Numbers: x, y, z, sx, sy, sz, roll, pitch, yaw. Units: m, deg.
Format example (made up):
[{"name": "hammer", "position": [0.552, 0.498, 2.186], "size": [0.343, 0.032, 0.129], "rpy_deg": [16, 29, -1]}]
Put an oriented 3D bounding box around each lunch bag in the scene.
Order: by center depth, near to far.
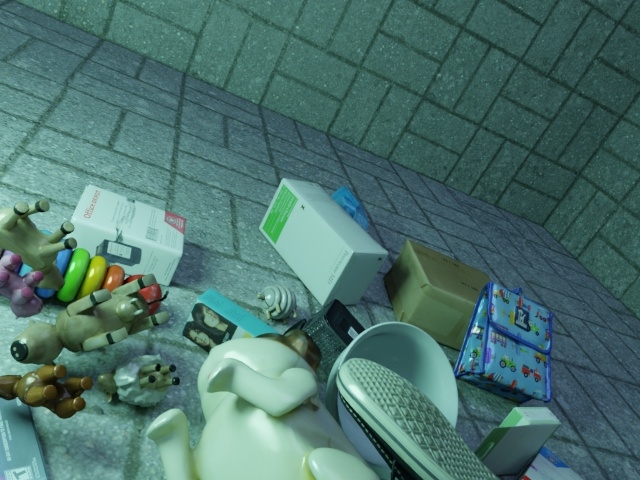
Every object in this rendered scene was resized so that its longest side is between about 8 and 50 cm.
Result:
[{"name": "lunch bag", "position": [0.518, 0.268, 1.535], "size": [0.221, 0.138, 0.293], "rpy_deg": [24, 66, -12]}]

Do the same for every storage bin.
[{"name": "storage bin", "position": [0.051, 0.237, 1.264], "size": [0.180, 0.084, 0.122], "rpy_deg": [49, 24, -3]}]

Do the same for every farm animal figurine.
[{"name": "farm animal figurine", "position": [-0.403, 0.118, 0.899], "size": [0.326, 0.172, 0.330], "rpy_deg": [11, 62, -55]}]

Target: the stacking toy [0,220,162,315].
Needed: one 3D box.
[{"name": "stacking toy", "position": [-0.461, 0.064, 1.066], "size": [0.330, 0.141, 0.141], "rpy_deg": [22, 24, -24]}]

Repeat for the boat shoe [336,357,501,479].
[{"name": "boat shoe", "position": [0.192, 0.414, 0.948], "size": [0.500, 0.156, 0.187], "rpy_deg": [46, 20, 5]}]

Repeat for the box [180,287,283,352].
[{"name": "box", "position": [-0.156, 0.208, 1.141], "size": [0.244, 0.101, 0.060], "rpy_deg": [31, 24, 7]}]

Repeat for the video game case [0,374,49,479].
[{"name": "video game case", "position": [-0.518, 0.265, 0.722], "size": [0.274, 0.026, 0.196], "rpy_deg": [6, 32, -44]}]

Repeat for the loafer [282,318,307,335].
[{"name": "loafer", "position": [-0.055, 0.235, 1.267], "size": [0.061, 0.062, 0.170], "rpy_deg": [50, 25, -8]}]

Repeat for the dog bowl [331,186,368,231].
[{"name": "dog bowl", "position": [0.079, -0.066, 1.893], "size": [0.074, 0.166, 0.297], "rpy_deg": [33, 20, -22]}]

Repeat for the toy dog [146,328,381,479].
[{"name": "toy dog", "position": [-0.053, 0.304, 0.850], "size": [0.395, 0.285, 0.408], "rpy_deg": [22, 22, -36]}]

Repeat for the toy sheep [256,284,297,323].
[{"name": "toy sheep", "position": [-0.103, 0.148, 1.341], "size": [0.132, 0.091, 0.091], "rpy_deg": [30, 15, -51]}]

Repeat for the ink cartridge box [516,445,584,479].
[{"name": "ink cartridge box", "position": [0.479, 0.549, 1.183], "size": [0.134, 0.078, 0.231], "rpy_deg": [40, 26, 25]}]

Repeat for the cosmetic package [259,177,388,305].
[{"name": "cosmetic package", "position": [0.000, 0.000, 1.618], "size": [0.155, 0.197, 0.365], "rpy_deg": [5, 32, -43]}]

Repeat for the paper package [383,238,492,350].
[{"name": "paper package", "position": [0.389, 0.179, 1.723], "size": [0.324, 0.168, 0.309], "rpy_deg": [21, 23, -15]}]

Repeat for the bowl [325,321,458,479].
[{"name": "bowl", "position": [0.120, 0.315, 1.116], "size": [0.297, 0.134, 0.298], "rpy_deg": [8, 74, -29]}]

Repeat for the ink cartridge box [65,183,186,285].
[{"name": "ink cartridge box", "position": [-0.438, -0.013, 1.273], "size": [0.237, 0.100, 0.172], "rpy_deg": [20, 25, -21]}]

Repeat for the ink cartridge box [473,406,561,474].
[{"name": "ink cartridge box", "position": [0.385, 0.433, 1.197], "size": [0.235, 0.171, 0.056], "rpy_deg": [12, 28, -33]}]
